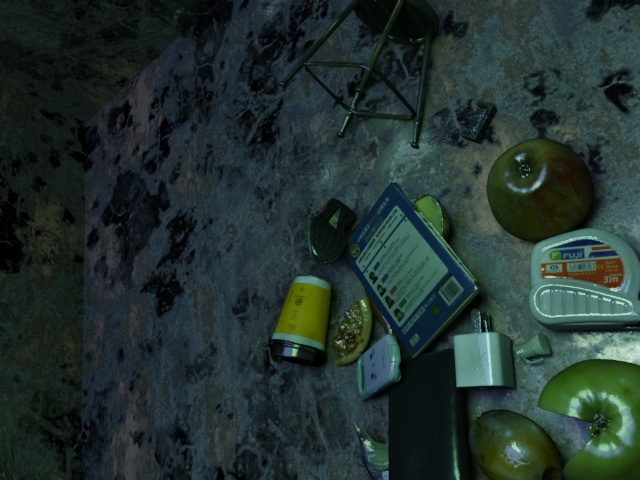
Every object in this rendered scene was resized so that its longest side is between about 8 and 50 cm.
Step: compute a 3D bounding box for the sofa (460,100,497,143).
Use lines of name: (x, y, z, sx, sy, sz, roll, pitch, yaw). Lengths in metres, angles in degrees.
sofa: (0.478, -0.358, 1.717, 0.060, 0.039, 0.118, 31, 95, 43)

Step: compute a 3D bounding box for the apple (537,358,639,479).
apple: (0.606, 0.391, 1.192, 0.291, 0.254, 0.292, -13, 66, 30)

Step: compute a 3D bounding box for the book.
book: (0.239, 0.078, 1.629, 0.300, 0.039, 0.428, -55, 50, 30)

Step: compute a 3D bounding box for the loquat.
loquat: (0.451, 0.497, 1.331, 0.227, 0.179, 0.179, 27, 92, 56)

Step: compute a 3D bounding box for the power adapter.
power adapter: (0.420, 0.279, 1.470, 0.125, 0.130, 0.205, -14, 64, 36)

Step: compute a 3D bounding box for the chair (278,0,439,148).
chair: (0.169, -0.585, 1.857, 0.361, 0.364, 0.410, 18, 82, 42)

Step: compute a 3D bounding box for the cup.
cup: (-0.054, 0.263, 1.842, 0.196, 0.196, 0.280, -4, 62, 39)

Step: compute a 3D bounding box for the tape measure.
tape measure: (0.640, 0.106, 1.356, 0.258, 0.130, 0.265, -7, 64, 35)

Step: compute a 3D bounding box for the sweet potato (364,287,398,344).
sweet potato: (0.191, 0.223, 1.731, 0.078, 0.058, 0.255, -47, 51, 38)

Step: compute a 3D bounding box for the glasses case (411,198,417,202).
glasses case: (0.290, -0.089, 1.785, 0.032, 0.021, 0.083, -4, 71, 40)

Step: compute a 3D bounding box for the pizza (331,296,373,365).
pizza: (0.098, 0.287, 1.752, 0.127, 0.058, 0.246, 48, 118, 33)

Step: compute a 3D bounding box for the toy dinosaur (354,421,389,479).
toy dinosaur: (0.191, 0.630, 1.564, 0.162, 0.077, 0.294, -29, 59, 20)

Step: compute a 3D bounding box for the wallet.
wallet: (0.278, 0.490, 1.487, 0.228, 0.062, 0.406, -23, 44, 33)

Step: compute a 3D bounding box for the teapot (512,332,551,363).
teapot: (0.531, 0.276, 1.431, 0.083, 0.057, 0.067, -32, 53, 35)

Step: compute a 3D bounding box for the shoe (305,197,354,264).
shoe: (0.000, 0.000, 1.851, 0.171, 0.132, 0.336, -51, 7, 32)

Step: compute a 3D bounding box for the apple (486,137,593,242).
apple: (0.551, -0.128, 1.443, 0.256, 0.234, 0.257, -13, 67, 32)

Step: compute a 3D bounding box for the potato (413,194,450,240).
potato: (0.293, -0.010, 1.687, 0.271, 0.111, 0.160, -44, 58, 36)

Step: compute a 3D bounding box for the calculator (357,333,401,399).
calculator: (0.166, 0.369, 1.639, 0.246, 0.045, 0.141, 126, 150, -51)
